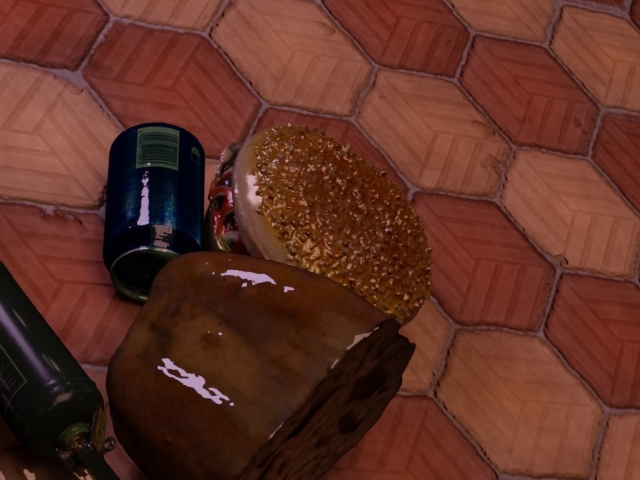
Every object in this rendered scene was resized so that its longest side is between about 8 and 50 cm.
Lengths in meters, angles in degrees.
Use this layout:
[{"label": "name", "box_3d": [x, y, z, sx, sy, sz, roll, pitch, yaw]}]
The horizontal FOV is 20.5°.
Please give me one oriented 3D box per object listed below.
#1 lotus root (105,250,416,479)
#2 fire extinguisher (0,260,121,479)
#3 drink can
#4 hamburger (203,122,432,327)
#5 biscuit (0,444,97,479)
[{"label": "lotus root", "box_3d": [-0.078, 0.162, 1.883, 0.250, 0.316, 0.316, 31, 39, 22]}, {"label": "fire extinguisher", "box_3d": [-0.299, 0.133, 1.810, 0.095, 0.114, 0.311, -37, 57, -9]}, {"label": "drink can", "box_3d": [-0.192, -0.034, 2.052, 0.118, 0.118, 0.205, 18, 46, -20]}, {"label": "hamburger", "box_3d": [0.000, 0.000, 2.097, 0.302, 0.170, 0.302, 22, 43, -22]}, {"label": "biscuit", "box_3d": [-0.258, 0.332, 1.737, 0.154, 0.045, 0.299, 4, 52, -32]}]
